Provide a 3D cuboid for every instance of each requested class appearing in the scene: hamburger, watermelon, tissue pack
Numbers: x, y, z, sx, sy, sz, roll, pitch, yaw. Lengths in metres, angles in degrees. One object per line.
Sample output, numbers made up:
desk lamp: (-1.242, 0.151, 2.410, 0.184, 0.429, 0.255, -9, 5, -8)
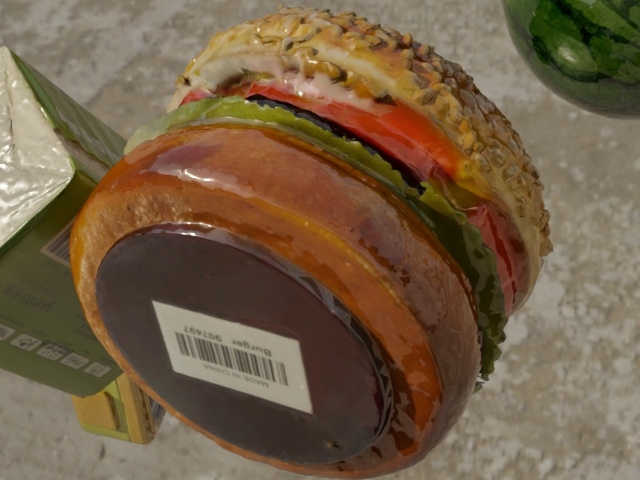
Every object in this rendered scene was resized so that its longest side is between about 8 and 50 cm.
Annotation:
hamburger: (0.000, 0.000, 0.922, 0.330, 0.330, 0.250, 16, 48, 20)
watermelon: (0.215, -0.180, 0.965, 0.127, 0.204, 0.232, -25, 69, -12)
tissue pack: (-0.238, -0.001, 1.071, 0.200, 0.274, 0.167, -39, 63, 6)

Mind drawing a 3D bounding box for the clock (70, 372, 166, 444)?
clock: (-0.213, 0.119, 1.355, 0.096, 0.202, 0.143, 10, 53, 7)
